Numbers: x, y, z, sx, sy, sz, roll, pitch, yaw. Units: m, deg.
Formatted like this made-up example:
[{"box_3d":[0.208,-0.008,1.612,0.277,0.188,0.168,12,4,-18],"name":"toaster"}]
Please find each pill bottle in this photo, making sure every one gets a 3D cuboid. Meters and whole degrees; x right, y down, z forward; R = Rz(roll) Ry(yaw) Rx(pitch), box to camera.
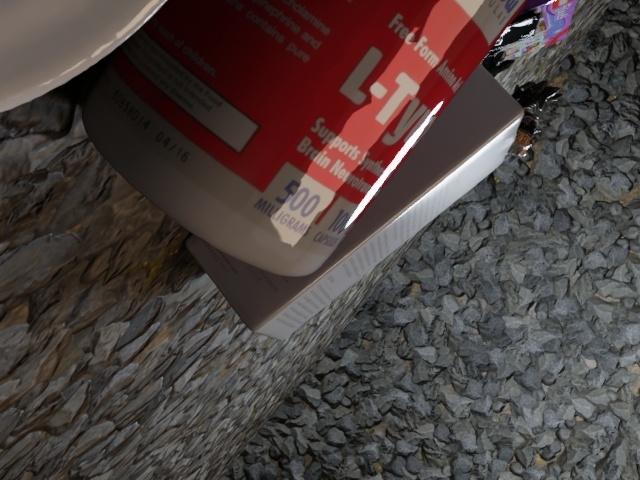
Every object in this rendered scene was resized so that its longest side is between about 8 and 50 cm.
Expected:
[{"box_3d":[0.023,-0.192,0.573,0.407,0.229,0.229,-53,168,10],"name":"pill bottle"}]

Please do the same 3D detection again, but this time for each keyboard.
[{"box_3d":[0.290,-0.347,1.320,0.180,0.023,0.108,-18,167,2],"name":"keyboard"}]

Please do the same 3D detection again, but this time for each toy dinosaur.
[{"box_3d":[0.319,-0.230,1.435,0.164,0.322,0.218,28,90,-35],"name":"toy dinosaur"}]

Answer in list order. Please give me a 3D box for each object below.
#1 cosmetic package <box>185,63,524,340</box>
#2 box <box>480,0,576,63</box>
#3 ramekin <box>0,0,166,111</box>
[{"box_3d":[0.054,-0.062,1.079,0.453,0.161,0.230,-38,168,-2],"name":"cosmetic package"},{"box_3d":[0.366,-0.404,1.414,0.201,0.057,0.293,-20,174,11],"name":"box"},{"box_3d":[-0.134,-0.182,0.238,0.277,0.135,0.277,-48,168,-14],"name":"ramekin"}]
